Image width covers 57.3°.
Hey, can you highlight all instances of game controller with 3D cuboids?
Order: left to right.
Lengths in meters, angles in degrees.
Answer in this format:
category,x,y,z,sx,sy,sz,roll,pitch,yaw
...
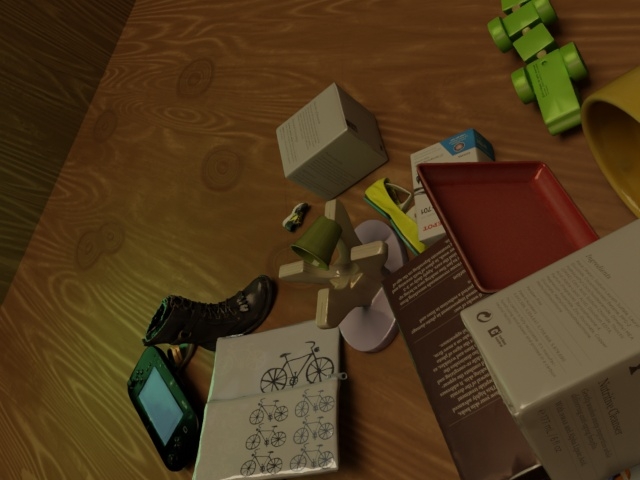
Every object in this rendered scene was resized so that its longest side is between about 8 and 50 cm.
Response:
category,x,y,z,sx,sy,sz,roll,pitch,yaw
game controller,-0.387,0.406,1.450,0.319,0.067,0.166,42,116,40

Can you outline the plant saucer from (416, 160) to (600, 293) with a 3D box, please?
category,x,y,z,sx,sy,sz,roll,pitch,yaw
plant saucer,0.301,-0.021,0.927,0.047,0.259,0.259,108,151,-46

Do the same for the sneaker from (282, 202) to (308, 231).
category,x,y,z,sx,sy,sz,roll,pitch,yaw
sneaker,-0.054,-0.054,1.402,0.083,0.031,0.035,-49,59,21

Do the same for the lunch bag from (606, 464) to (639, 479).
category,x,y,z,sx,sy,sz,roll,pitch,yaw
lunch bag,0.459,0.308,0.692,0.243,0.115,0.303,13,81,49

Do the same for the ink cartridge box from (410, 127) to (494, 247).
category,x,y,z,sx,sy,sz,roll,pitch,yaw
ink cartridge box,0.252,-0.090,1.089,0.140,0.082,0.190,-21,57,36

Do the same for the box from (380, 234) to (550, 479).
category,x,y,z,sx,sy,sz,roll,pitch,yaw
box,0.260,0.181,0.919,0.191,0.143,0.381,-38,48,24

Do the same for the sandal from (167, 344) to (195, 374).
category,x,y,z,sx,sy,sz,roll,pitch,yaw
sandal,-0.378,0.301,1.529,0.072,0.049,0.180,33,95,46

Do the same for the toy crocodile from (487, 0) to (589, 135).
category,x,y,z,sx,sy,sz,roll,pitch,yaw
toy crocodile,0.398,-0.338,1.060,0.115,0.105,0.340,-29,58,31

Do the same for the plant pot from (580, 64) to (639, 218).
category,x,y,z,sx,sy,sz,roll,pitch,yaw
plant pot,0.519,-0.150,0.762,0.239,0.254,0.254,-34,50,9

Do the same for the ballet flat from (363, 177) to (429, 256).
category,x,y,z,sx,sy,sz,roll,pitch,yaw
ballet flat,0.165,-0.053,1.161,0.077,0.077,0.231,-45,45,9

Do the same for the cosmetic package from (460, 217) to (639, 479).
category,x,y,z,sx,sy,sz,roll,pitch,yaw
cosmetic package,0.381,0.098,0.647,0.385,0.217,0.156,-30,37,9

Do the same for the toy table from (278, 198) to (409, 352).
category,x,y,z,sx,sy,sz,roll,pitch,yaw
toy table,0.062,0.066,1.142,0.252,0.161,0.274,-27,54,32

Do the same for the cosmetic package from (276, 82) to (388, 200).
category,x,y,z,sx,sy,sz,roll,pitch,yaw
cosmetic package,0.024,-0.215,1.310,0.184,0.151,0.151,-33,51,27

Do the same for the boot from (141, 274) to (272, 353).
category,x,y,z,sx,sy,sz,roll,pitch,yaw
boot,-0.256,0.164,1.344,0.263,0.229,0.091,-53,45,12

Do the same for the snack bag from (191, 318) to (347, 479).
category,x,y,z,sx,sy,sz,roll,pitch,yaw
snack bag,-0.100,0.309,1.174,0.323,0.037,0.342,-15,47,22

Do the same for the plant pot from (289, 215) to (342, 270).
category,x,y,z,sx,sy,sz,roll,pitch,yaw
plant pot,0.000,0.000,1.068,0.083,0.083,0.079,17,69,46
